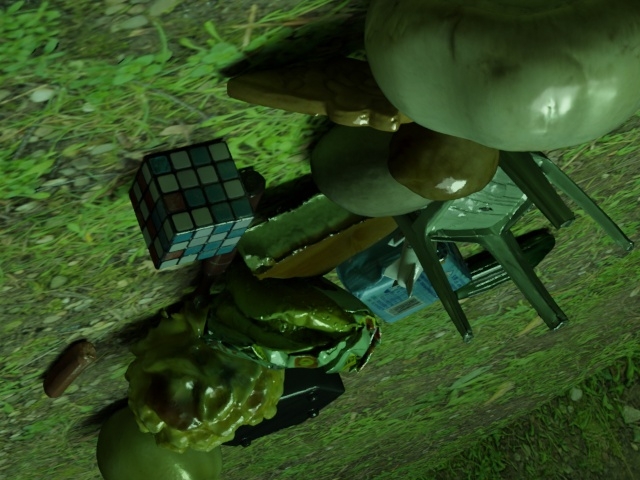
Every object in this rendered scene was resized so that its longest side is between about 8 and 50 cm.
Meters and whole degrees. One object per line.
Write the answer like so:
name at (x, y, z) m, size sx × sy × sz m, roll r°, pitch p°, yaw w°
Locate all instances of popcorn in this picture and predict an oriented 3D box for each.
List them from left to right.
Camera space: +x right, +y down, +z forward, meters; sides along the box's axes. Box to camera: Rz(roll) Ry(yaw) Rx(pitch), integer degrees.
popcorn at (-0.157, 0.179, 2.122) m, size 0.218 × 0.189 × 0.169 m, roll -26°, pitch 171°, yaw -10°

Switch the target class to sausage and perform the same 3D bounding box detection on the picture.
sausage at (-0.337, 0.173, 2.113) m, size 0.035 × 0.030 × 0.147 m, roll -6°, pitch 156°, yaw -36°

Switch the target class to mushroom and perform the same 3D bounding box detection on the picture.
mushroom at (0.080, -0.085, 1.648) m, size 0.128 × 0.128 × 0.350 m, roll -19°, pitch -175°, yaw -14°
mushroom at (0.166, -0.205, 1.362) m, size 0.260 × 0.254 × 0.234 m, roll -4°, pitch 119°, yaw 1°

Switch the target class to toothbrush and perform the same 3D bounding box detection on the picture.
toothbrush at (-0.118, 0.007, 1.881) m, size 0.041 × 0.041 × 0.364 m, roll -16°, pitch 162°, yaw -21°

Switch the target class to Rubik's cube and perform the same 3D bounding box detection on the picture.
Rubik's cube at (-0.134, -0.036, 1.634) m, size 0.092 × 0.092 × 0.092 m, roll -14°, pitch 161°, yaw -25°

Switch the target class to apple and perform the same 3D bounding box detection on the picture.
apple at (-0.248, 0.330, 2.459) m, size 0.200 × 0.200 × 0.200 m, roll -21°, pitch 163°, yaw -7°

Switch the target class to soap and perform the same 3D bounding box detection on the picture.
soap at (0.120, 0.042, 2.226) m, size 0.156 × 0.077 × 0.293 m, roll -26°, pitch 164°, yaw 7°

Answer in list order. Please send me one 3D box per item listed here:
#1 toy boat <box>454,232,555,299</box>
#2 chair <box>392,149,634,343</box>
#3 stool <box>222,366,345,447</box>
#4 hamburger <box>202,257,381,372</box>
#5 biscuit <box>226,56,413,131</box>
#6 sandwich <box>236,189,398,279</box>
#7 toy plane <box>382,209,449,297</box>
toy boat at (0.273, 0.044, 2.475) m, size 0.210 × 0.052 × 0.104 m, roll -24°, pitch 161°, yaw 1°
chair at (0.201, -0.047, 1.751) m, size 0.190 × 0.274 × 0.203 m, roll 5°, pitch 135°, yaw -43°
stool at (-0.089, 0.210, 2.355) m, size 0.232 × 0.141 × 0.232 m, roll -20°, pitch 163°, yaw -7°
hamburger at (-0.052, 0.097, 1.974) m, size 0.235 × 0.125 × 0.214 m, roll 9°, pitch -172°, yaw -34°
biscuit at (0.037, -0.143, 1.494) m, size 0.250 × 0.035 × 0.162 m, roll 0°, pitch -158°, yaw -6°
sandwich at (0.000, 0.000, 1.906) m, size 0.245 × 0.063 × 0.212 m, roll -27°, pitch 166°, yaw -19°
toy plane at (0.132, -0.015, 1.975) m, size 0.171 × 0.065 × 0.162 m, roll -63°, pitch -164°, yaw 1°
